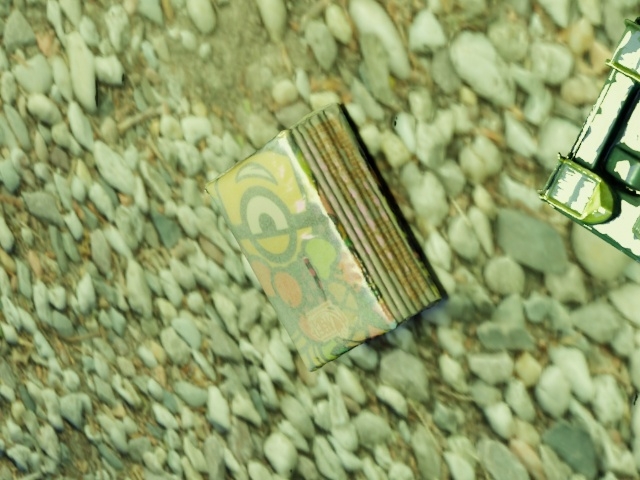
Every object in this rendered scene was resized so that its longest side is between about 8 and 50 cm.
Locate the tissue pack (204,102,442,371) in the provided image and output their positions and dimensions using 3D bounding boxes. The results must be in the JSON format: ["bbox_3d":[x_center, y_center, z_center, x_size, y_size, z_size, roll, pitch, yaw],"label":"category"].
[{"bbox_3d":[0.000,0.000,1.232,0.108,0.060,0.148,-31,87,54],"label":"tissue pack"}]

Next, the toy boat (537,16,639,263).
[{"bbox_3d":[0.246,0.004,0.897,0.296,0.122,0.114,34,112,28],"label":"toy boat"}]
